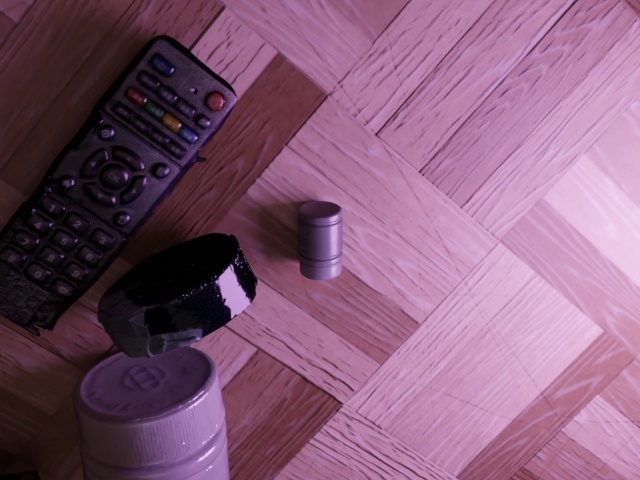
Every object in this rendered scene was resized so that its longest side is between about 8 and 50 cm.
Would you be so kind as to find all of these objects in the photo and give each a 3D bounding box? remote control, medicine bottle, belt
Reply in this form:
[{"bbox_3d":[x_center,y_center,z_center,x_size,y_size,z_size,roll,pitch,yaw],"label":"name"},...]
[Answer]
[{"bbox_3d":[-0.261,-0.059,1.008,0.144,0.062,0.399,37,101,-25],"label":"remote control"},{"bbox_3d":[-0.217,0.318,1.118,0.189,0.190,0.332,-5,115,-10],"label":"medicine bottle"},{"bbox_3d":[0.000,0.000,1.091,0.058,0.058,0.091,-5,115,-10],"label":"medicine bottle"},{"bbox_3d":[-0.179,0.071,1.035,0.198,0.151,0.078,-23,117,2],"label":"belt"}]

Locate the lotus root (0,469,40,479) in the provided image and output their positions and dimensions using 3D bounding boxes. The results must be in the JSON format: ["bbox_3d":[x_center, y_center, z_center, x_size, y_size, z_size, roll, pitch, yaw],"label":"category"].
[{"bbox_3d":[-0.522,0.359,1.079,0.309,0.183,0.183,-6,115,-13],"label":"lotus root"}]
